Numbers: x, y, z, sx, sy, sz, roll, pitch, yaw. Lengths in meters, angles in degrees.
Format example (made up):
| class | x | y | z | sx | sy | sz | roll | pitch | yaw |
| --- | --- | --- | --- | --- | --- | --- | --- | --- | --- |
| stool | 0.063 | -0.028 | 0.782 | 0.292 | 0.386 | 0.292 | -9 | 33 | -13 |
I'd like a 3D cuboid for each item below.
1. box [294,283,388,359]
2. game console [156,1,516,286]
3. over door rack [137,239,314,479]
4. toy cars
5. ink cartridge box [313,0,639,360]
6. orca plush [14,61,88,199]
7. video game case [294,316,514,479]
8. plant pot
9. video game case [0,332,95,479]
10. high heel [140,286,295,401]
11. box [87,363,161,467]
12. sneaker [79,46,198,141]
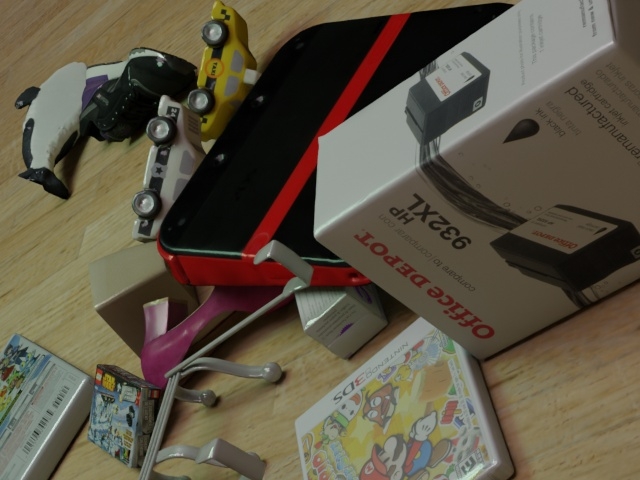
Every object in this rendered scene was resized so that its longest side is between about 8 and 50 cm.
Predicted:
| class | x | y | z | sx | sy | sz | roll | pitch | yaw |
| --- | --- | --- | --- | --- | --- | --- | --- | --- | --- |
| box | 0.000 | 0.000 | 1.513 | 0.067 | 0.063 | 0.324 | -43 | 30 | 16 |
| game console | 0.017 | -0.105 | 1.516 | 0.342 | 0.060 | 0.386 | 2 | 51 | 42 |
| over door rack | -0.092 | 0.187 | 1.368 | 0.324 | 0.108 | 0.239 | -50 | 21 | 51 |
| toy cars | -0.146 | -0.152 | 1.820 | 0.087 | 0.176 | 0.393 | 11 | 47 | 11 |
| ink cartridge box | 0.178 | -0.057 | 1.157 | 0.307 | 0.223 | 0.129 | -32 | 36 | 32 |
| orca plush | -0.429 | -0.169 | 2.327 | 0.151 | 0.102 | 0.287 | -5 | 49 | -6 |
| video game case | 0.066 | 0.184 | 1.257 | 0.206 | 0.026 | 0.227 | -42 | 31 | 20 |
| plant pot | -0.212 | 0.065 | 1.714 | 0.096 | 0.109 | 0.109 | -34 | 32 | 6 |
| video game case | -0.437 | 0.295 | 1.848 | 0.329 | 0.036 | 0.300 | -59 | 30 | -10 |
| high heel | -0.110 | 0.108 | 1.567 | 0.244 | 0.082 | 0.117 | -15 | 74 | 31 |
| box | -0.230 | 0.203 | 1.621 | 0.137 | 0.027 | 0.093 | 14 | 98 | 58 |
| sneaker | -0.282 | -0.210 | 2.138 | 0.283 | 0.107 | 0.124 | -7 | 67 | 57 |
